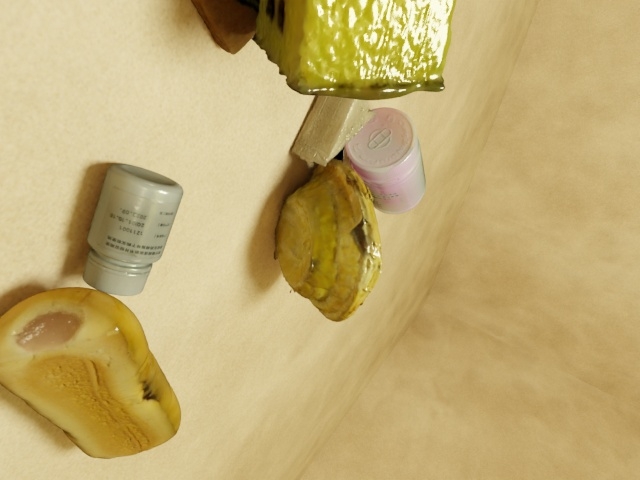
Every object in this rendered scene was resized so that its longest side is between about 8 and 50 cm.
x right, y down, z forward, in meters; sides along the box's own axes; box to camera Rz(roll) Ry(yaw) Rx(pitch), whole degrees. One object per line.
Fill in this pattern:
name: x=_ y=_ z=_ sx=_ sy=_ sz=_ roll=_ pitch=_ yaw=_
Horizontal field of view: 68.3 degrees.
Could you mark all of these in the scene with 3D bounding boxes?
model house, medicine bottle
model house: x=0.044 y=-0.280 z=0.461 sx=0.194 sy=0.174 sz=0.234 roll=-8 pitch=138 yaw=-19
medicine bottle: x=-0.207 y=-0.011 z=0.516 sx=0.080 sy=0.080 sz=0.130 roll=-4 pitch=118 yaw=-65
medicine bottle: x=0.152 y=-0.168 z=1.055 sx=0.152 sy=0.152 sz=0.254 roll=-61 pitch=159 yaw=-8

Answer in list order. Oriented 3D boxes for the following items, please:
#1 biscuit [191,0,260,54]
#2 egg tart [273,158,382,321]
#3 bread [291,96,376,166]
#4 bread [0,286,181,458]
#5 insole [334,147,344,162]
biscuit: x=-0.071 y=-0.352 z=0.494 sx=0.278 sy=0.043 sz=0.301 roll=-37 pitch=146 yaw=-48
egg tart: x=0.000 y=0.000 z=0.835 sx=0.116 sy=0.290 sz=0.290 roll=-3 pitch=123 yaw=-25
bread: x=0.025 y=-0.196 z=0.840 sx=0.152 sy=0.077 sz=0.105 roll=-63 pitch=157 yaw=2
bread: x=-0.259 y=0.165 z=0.557 sx=0.142 sy=0.091 sz=0.305 roll=-9 pitch=139 yaw=-9
insole: x=0.014 y=-0.102 z=0.938 sx=0.005 sy=0.086 sz=0.253 roll=-2 pitch=131 yaw=-20
